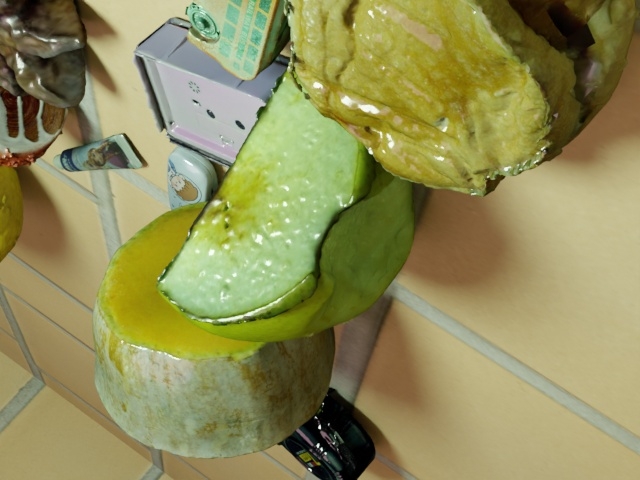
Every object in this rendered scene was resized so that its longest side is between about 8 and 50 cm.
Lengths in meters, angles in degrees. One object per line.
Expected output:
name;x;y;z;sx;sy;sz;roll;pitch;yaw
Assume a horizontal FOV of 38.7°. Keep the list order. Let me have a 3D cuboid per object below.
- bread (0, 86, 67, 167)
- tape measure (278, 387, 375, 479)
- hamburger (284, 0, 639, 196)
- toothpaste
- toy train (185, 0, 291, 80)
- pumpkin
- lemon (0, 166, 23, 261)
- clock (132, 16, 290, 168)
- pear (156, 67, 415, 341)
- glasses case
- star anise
bread;-0.440;-0.184;1.294;0.160;0.160;0.073;48;148;-16
tape measure;0.007;0.342;1.580;0.186;0.112;0.199;45;158;4
hamburger;0.092;-0.169;0.696;0.266;0.134;0.285;36;158;-8
toothpaste;-0.346;-0.128;1.390;0.216;0.037;0.062;-1;132;44
toy train;-0.068;-0.233;0.860;0.099;0.072;0.188;31;151;3
pumpkin;-0.137;0.090;1.185;0.332;0.332;0.199;25;136;26
lemon;-0.690;-0.068;1.607;0.336;0.336;0.336;29;151;18
clock;-0.105;-0.154;1.016;0.193;0.073;0.144;25;149;25
pear;0.000;0.000;0.941;0.159;0.292;0.292;30;151;25
glasses case;-0.176;-0.066;1.262;0.067;0.045;0.178;32;151;12
star anise;-0.414;-0.292;1.148;0.315;0.108;0.315;22;146;15
